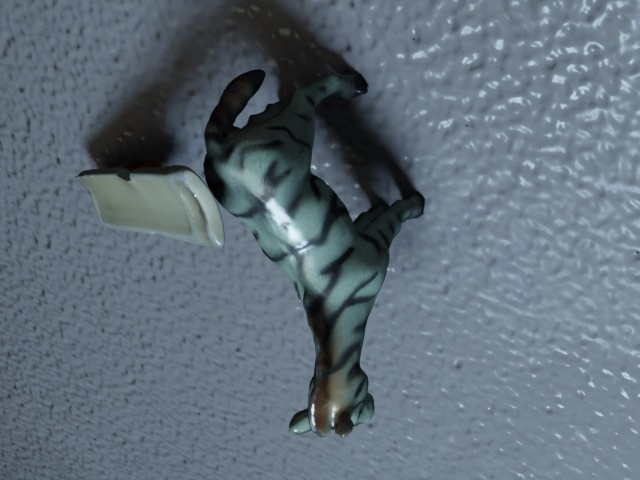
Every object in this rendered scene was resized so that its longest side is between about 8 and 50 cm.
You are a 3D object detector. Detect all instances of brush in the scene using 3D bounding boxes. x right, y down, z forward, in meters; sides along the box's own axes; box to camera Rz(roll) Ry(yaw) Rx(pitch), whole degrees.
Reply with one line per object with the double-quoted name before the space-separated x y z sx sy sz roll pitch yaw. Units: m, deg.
"brush" -0.128 -0.035 0.783 0.321 0.050 0.060 9 125 65

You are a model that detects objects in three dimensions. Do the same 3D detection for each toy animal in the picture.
"toy animal" 0.012 -0.002 0.710 0.090 0.170 0.255 -26 88 40
